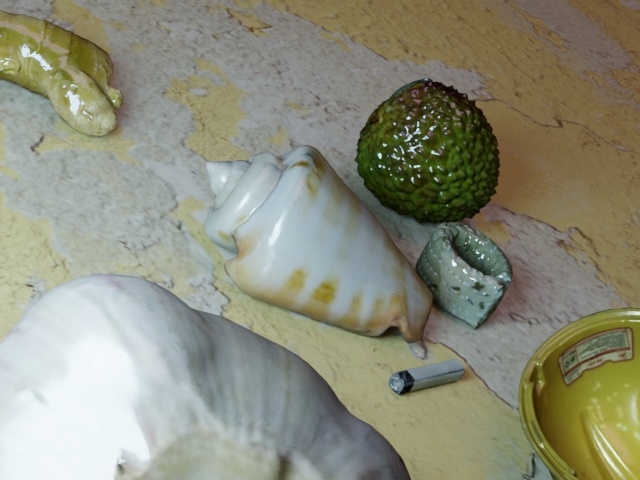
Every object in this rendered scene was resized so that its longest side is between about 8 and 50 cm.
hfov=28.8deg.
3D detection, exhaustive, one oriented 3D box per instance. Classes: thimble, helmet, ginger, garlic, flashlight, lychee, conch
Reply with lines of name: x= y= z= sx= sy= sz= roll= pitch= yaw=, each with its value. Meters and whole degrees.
thimble: x=0.150 y=0.035 z=1.293 sx=0.084 sy=0.062 sz=0.110 roll=5 pitch=36 yaw=-29
helmet: x=0.286 y=0.187 z=1.089 sx=0.205 sy=0.140 sz=0.257 roll=-16 pitch=39 yaw=0
ginger: x=-0.287 y=-0.191 z=1.295 sx=0.205 sy=0.081 sz=0.115 roll=32 pitch=62 yaw=-6
garlic: x=-0.093 y=0.180 z=0.713 sx=0.317 sy=0.259 sz=0.317 roll=11 pitch=63 yaw=-24
flashlight: x=0.099 y=0.126 z=1.161 sx=0.083 sy=0.018 sz=0.018 roll=-7 pitch=46 yaw=-42
lychee: x=0.122 y=-0.091 z=1.383 sx=0.171 sy=0.171 sz=0.171 roll=19 pitch=32 yaw=-12
conch: x=0.003 y=-0.010 z=1.190 sx=0.255 sy=0.127 sz=0.158 roll=23 pitch=31 yaw=-6
